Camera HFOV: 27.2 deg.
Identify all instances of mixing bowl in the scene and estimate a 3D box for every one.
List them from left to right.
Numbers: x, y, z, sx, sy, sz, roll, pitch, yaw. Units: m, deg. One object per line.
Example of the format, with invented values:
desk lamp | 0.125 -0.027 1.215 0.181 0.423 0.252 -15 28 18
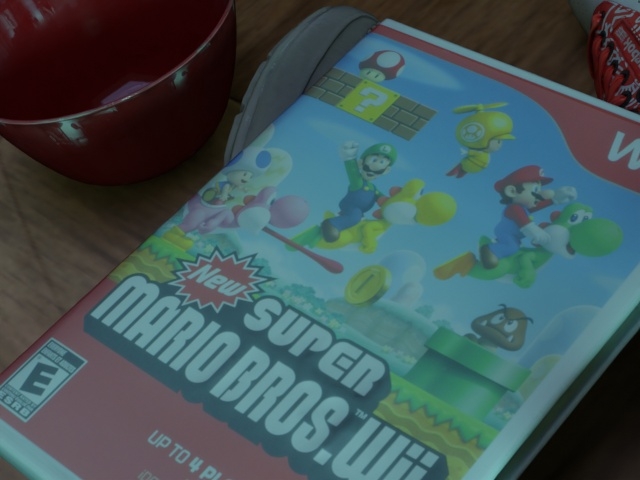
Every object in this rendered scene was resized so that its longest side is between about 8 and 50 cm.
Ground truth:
mixing bowl | -0.125 -0.100 0.823 0.181 0.098 0.181 -11 45 11

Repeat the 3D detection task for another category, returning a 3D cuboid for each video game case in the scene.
video game case | 0.017 0.025 0.558 0.204 0.025 0.285 27 60 34

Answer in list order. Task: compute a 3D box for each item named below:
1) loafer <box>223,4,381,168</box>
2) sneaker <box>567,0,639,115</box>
loafer | 0.000 0.000 0.679 0.111 0.112 0.319 8 52 12
sneaker | 0.169 -0.070 0.685 0.145 0.090 0.270 -29 46 -11
